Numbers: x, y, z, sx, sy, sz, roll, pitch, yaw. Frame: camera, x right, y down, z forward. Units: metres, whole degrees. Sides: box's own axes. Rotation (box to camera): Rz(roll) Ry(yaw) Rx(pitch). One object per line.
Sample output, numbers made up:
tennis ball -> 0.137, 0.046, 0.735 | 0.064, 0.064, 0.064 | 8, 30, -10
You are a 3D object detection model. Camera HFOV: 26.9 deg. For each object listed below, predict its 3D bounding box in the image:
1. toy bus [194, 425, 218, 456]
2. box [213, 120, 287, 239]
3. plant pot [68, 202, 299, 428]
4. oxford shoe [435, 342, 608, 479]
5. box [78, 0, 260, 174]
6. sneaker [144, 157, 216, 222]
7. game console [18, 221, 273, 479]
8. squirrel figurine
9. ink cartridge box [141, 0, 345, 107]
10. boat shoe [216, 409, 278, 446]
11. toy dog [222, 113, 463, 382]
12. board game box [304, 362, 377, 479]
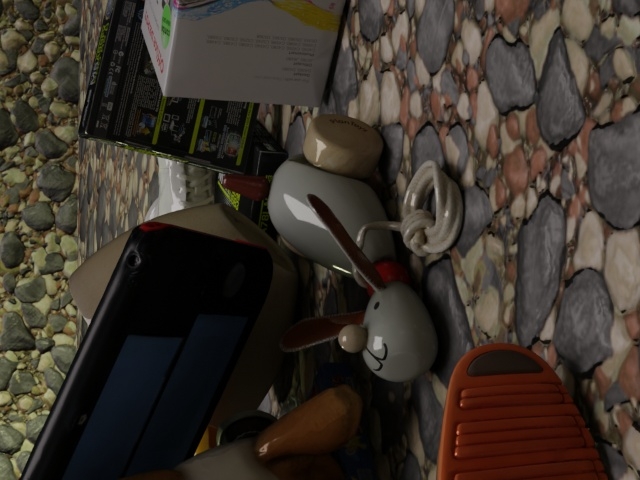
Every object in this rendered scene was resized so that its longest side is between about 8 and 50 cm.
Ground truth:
toy bus -> -0.147, 0.322, 1.811 | 0.202, 0.104, 0.191 | -116, 34, -48
box -> -0.101, -0.062, 1.822 | 0.190, 0.045, 0.184 | -128, 42, -62
plant pot -> -0.137, 0.067, 1.642 | 0.191, 0.284, 0.284 | -47, 30, 9
oxford shoe -> 0.138, 0.258, 0.964 | 0.132, 0.130, 0.363 | 116, 152, -66
box -> -0.176, -0.238, 1.721 | 0.060, 0.216, 0.270 | -175, 97, -69
sneaker -> -0.187, -0.078, 2.025 | 0.152, 0.114, 0.305 | 48, 139, 45
game console -> -0.181, 0.169, 1.357 | 0.386, 0.060, 0.342 | -66, -14, 3
squirrel figurine -> -0.056, 0.400, 1.312 | 0.370, 0.281, 0.397 | 64, 155, 17
ink cartridge box -> -0.085, -0.320, 1.556 | 0.198, 0.197, 0.270 | -115, 32, -54
boat shoe -> -0.059, 0.274, 1.524 | 0.227, 0.081, 0.068 | 71, 179, -50
toy dog -> 0.000, 0.000, 1.332 | 0.334, 0.161, 0.220 | -137, 51, -66
board game box -> 0.017, 0.253, 1.454 | 0.136, 0.035, 0.201 | 112, 153, -46
